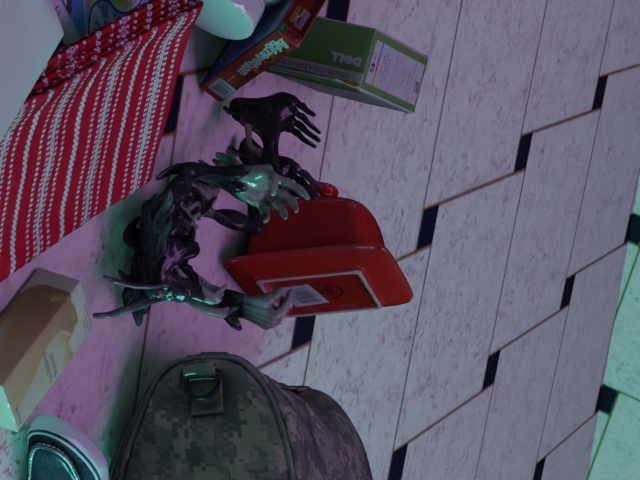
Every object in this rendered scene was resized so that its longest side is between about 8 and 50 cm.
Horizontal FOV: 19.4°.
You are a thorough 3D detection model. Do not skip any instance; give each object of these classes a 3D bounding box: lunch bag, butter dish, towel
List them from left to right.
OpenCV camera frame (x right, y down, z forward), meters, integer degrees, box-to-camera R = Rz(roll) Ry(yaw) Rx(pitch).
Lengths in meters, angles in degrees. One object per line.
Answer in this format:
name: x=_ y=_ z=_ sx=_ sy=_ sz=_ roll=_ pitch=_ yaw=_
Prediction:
towel: x=-0.187 y=-0.060 z=1.347 sx=0.275 sy=0.031 sz=0.199 roll=-39 pitch=156 yaw=-47
lunch bag: x=-0.062 y=0.242 z=1.707 sx=0.305 sy=0.213 sz=0.256 roll=37 pitch=53 yaw=-70
butter dish: x=0.000 y=0.000 z=1.810 sx=0.160 sy=0.160 sz=0.118 roll=55 pitch=31 yaw=-64

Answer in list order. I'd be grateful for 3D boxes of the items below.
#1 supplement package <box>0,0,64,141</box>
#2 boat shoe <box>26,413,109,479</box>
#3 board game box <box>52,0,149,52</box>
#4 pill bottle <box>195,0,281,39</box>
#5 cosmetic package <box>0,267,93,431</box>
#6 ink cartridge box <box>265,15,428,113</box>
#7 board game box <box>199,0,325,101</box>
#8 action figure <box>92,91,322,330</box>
supplement package: x=-0.270 y=-0.110 z=1.029 sx=0.194 sy=0.149 sz=0.203 roll=78 pitch=34 yaw=-60
boat shoe: x=-0.213 y=0.224 z=1.517 sx=0.183 sy=0.065 sz=0.083 roll=84 pitch=26 yaw=-47
board game box: x=-0.167 y=-0.191 z=1.390 sx=0.136 sy=0.035 sz=0.201 roll=-65 pitch=157 yaw=-22
pill bottle: x=-0.053 y=-0.253 z=1.545 sx=0.169 sy=0.094 sz=0.094 roll=-65 pitch=156 yaw=-22
cosmetic package: x=-0.224 y=0.083 z=1.432 sx=0.115 sy=0.041 sz=0.060 roll=-58 pitch=153 yaw=-35
ink cartridge box: x=0.013 y=-0.171 z=1.737 sx=0.209 sy=0.109 sz=0.062 roll=10 pitch=95 yaw=-68
board game box: x=-0.003 y=-0.252 z=1.635 sx=0.145 sy=0.027 sz=0.281 roll=-26 pitch=-149 yaw=56
action figure: x=-0.078 y=-0.012 z=1.592 sx=0.275 sy=0.141 sz=0.164 roll=-54 pitch=162 yaw=-44
